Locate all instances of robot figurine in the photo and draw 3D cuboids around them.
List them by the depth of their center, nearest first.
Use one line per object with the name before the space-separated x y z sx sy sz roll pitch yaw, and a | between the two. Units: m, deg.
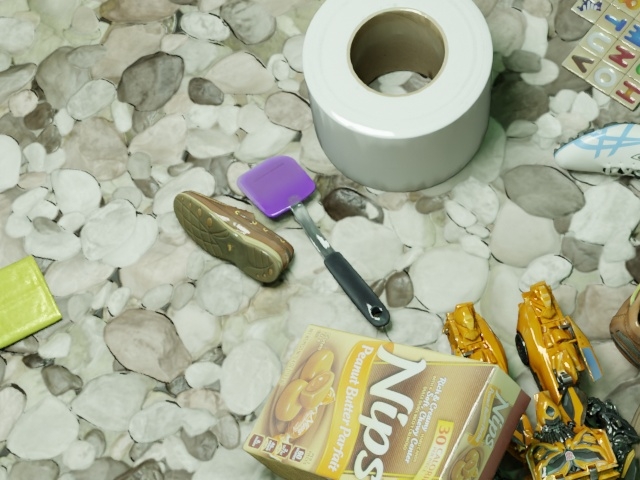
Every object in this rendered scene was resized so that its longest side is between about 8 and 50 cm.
robot figurine | 0.263 0.201 1.869 0.211 0.085 0.291 -16 61 -10

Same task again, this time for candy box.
candy box | 0.072 0.216 1.805 0.316 0.087 0.183 8 64 47

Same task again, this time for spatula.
spatula | 0.000 0.000 2.016 0.084 0.030 0.296 -34 69 -11

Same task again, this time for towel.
towel | -0.464 0.114 2.018 0.237 0.021 0.102 -27 74 -7

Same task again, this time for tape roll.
tape roll | 0.103 -0.207 2.018 0.246 0.169 0.246 -2 68 4

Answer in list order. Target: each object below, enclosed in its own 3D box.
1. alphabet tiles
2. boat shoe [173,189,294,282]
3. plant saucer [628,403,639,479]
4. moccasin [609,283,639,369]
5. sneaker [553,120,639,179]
alphabet tiles | 0.447 -0.293 2.110 0.198 0.009 0.237 36 74 17
boat shoe | -0.114 -0.012 2.021 0.178 0.064 0.060 33 43 15
plant saucer | 0.510 0.266 1.859 0.277 0.041 0.278 -2 68 5
moccasin | 0.515 0.010 1.891 0.380 0.147 0.139 -31 71 -11
sneaker | 0.423 -0.107 1.998 0.237 0.085 0.086 -3 75 7
